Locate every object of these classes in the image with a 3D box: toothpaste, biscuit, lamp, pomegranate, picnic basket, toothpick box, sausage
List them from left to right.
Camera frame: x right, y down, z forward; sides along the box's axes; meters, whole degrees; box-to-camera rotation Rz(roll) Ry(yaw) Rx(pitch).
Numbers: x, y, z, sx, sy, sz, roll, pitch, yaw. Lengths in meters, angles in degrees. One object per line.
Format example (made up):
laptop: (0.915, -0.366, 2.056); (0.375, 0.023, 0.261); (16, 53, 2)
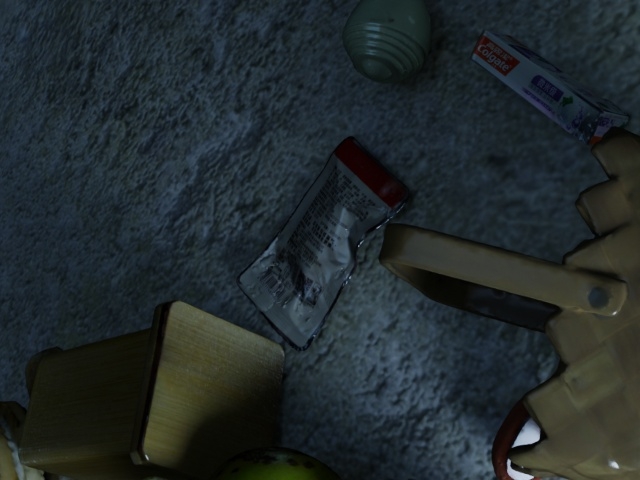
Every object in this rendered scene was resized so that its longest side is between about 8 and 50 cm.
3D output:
biscuit: (-0.439, 0.353, 1.505); (0.259, 0.079, 0.259); (11, 103, 60)
toothpick box: (-0.219, 0.207, 1.326); (0.308, 0.190, 0.188); (-15, 59, 43)
pomegranate: (-0.078, 0.314, 1.136); (0.245, 0.198, 0.198); (-5, 67, 1)
lamp: (0.091, -0.275, 1.276); (0.106, 0.106, 0.193); (3, 69, 43)
sausage: (0.199, 0.191, 1.039); (0.054, 0.059, 0.094); (-91, 27, -85)
toothpaste: (0.237, -0.162, 1.138); (0.196, 0.047, 0.040); (47, 122, 41)
picnic basket: (0.224, 0.056, 0.901); (0.320, 0.254, 0.291); (14, 85, 22)

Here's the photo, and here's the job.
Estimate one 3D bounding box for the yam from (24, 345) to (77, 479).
yam: (-0.344, 0.303, 1.486); (0.081, 0.081, 0.357); (-44, 49, 23)

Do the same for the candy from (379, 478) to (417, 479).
candy: (0.111, 0.342, 1.012); (0.195, 0.137, 0.185); (28, 95, 42)

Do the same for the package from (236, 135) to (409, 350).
package: (0.000, 0.000, 1.304); (0.239, 0.030, 0.154); (-56, 46, 13)
